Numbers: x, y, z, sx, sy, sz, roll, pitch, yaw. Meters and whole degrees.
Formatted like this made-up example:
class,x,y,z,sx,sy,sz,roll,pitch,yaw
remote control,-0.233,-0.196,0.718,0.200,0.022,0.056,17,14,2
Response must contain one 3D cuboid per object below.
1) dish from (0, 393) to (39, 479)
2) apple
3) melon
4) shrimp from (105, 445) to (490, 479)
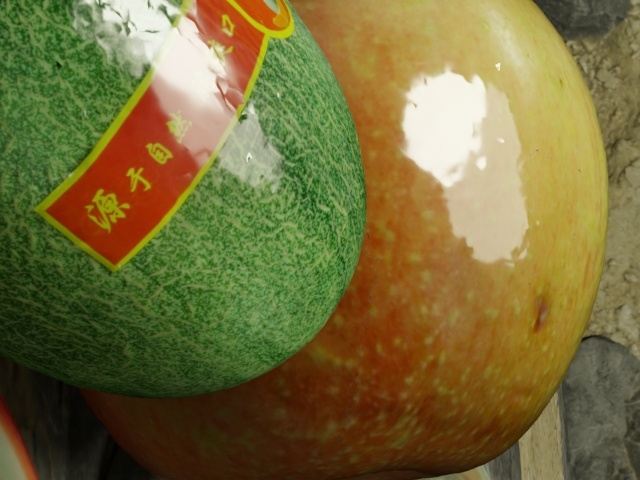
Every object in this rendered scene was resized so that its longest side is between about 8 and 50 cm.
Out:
class,x,y,z,sx,sy,sz,roll,pitch,yaw
dish,-0.187,0.160,0.670,0.256,0.117,0.256,-3,90,-75
apple,0.000,0.000,1.016,0.319,0.319,0.277,8,67,-75
melon,-0.102,-0.053,0.698,0.288,0.182,0.182,36,46,-35
shrimp,-0.013,0.144,1.143,0.360,0.247,0.085,-93,-168,-47
